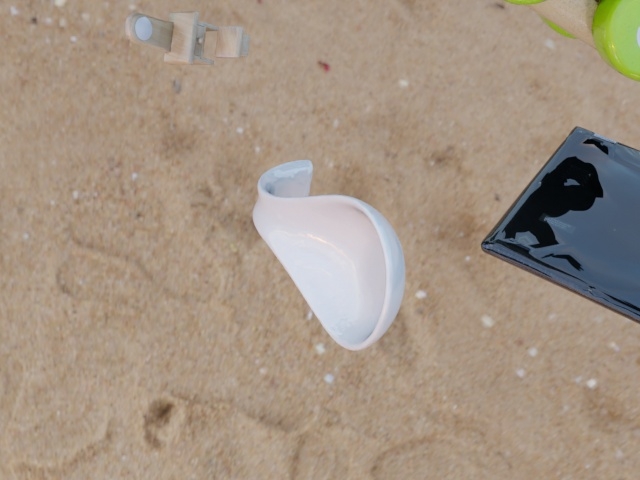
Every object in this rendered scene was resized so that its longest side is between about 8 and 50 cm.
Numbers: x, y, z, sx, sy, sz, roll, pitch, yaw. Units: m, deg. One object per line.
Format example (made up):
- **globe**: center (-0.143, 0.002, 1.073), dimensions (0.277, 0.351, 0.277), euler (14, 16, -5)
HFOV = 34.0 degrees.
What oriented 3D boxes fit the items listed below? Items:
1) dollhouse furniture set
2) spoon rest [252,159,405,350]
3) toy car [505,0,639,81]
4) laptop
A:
- **dollhouse furniture set**: center (-0.092, -0.398, 1.453), dimensions (0.174, 0.355, 0.303), euler (5, 93, -54)
- **spoon rest**: center (0.000, 0.000, 0.996), dimensions (0.084, 0.137, 0.276), euler (0, 25, -24)
- **toy car**: center (0.161, -0.199, 0.543), dimensions (0.149, 0.188, 0.155), euler (28, 17, -13)
- **laptop**: center (0.443, 0.045, 1.286), dimensions (0.382, 0.236, 0.408), euler (26, 49, 23)
